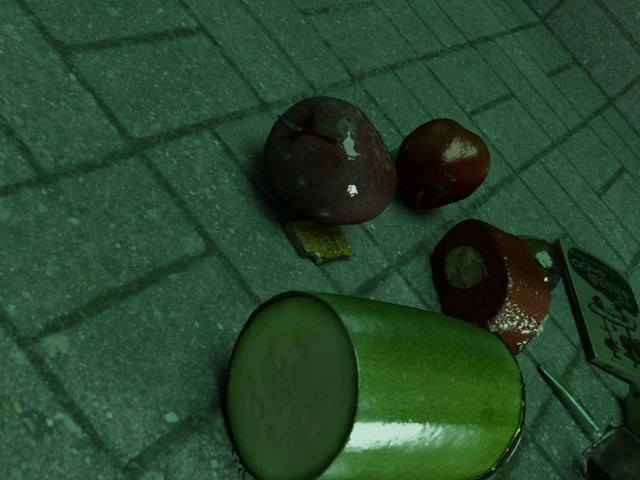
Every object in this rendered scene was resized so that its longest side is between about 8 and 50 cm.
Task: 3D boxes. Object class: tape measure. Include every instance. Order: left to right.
[{"bbox_3d":[0.752,0.400,2.002,0.200,0.106,0.175,38,31,-13],"label":"tape measure"}]

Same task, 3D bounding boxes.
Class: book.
[{"bbox_3d":[0.701,0.180,2.232,0.260,0.043,0.371,27,39,-29],"label":"book"}]

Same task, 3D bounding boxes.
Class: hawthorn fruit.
[{"bbox_3d":[0.240,-0.143,1.915,0.196,0.196,0.225,44,49,-6],"label":"hawthorn fruit"}]

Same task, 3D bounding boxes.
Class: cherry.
[{"bbox_3d":[0.009,-0.140,1.610,0.285,0.213,0.236,34,41,-40],"label":"cherry"}]

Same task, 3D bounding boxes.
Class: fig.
[{"bbox_3d":[0.400,0.029,1.974,0.245,0.149,0.149,25,38,-11],"label":"fig"}]

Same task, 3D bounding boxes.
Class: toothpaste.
[{"bbox_3d":[0.515,0.330,1.874,0.197,0.029,0.048,54,33,15],"label":"toothpaste"}]

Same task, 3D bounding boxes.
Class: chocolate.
[{"bbox_3d":[0.616,0.484,1.655,0.112,0.112,0.321,-30,49,-20],"label":"chocolate"}]

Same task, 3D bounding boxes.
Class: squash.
[{"bbox_3d":[0.091,0.214,1.293,0.384,0.263,0.263,13,47,-43],"label":"squash"}]

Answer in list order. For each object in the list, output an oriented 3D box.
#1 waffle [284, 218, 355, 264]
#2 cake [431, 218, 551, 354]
[{"bbox_3d":[0.000,0.000,1.625,0.135,0.021,0.092,-11,64,-53],"label":"waffle"},{"bbox_3d":[0.333,0.086,1.779,0.151,0.177,0.283,26,38,-31],"label":"cake"}]
